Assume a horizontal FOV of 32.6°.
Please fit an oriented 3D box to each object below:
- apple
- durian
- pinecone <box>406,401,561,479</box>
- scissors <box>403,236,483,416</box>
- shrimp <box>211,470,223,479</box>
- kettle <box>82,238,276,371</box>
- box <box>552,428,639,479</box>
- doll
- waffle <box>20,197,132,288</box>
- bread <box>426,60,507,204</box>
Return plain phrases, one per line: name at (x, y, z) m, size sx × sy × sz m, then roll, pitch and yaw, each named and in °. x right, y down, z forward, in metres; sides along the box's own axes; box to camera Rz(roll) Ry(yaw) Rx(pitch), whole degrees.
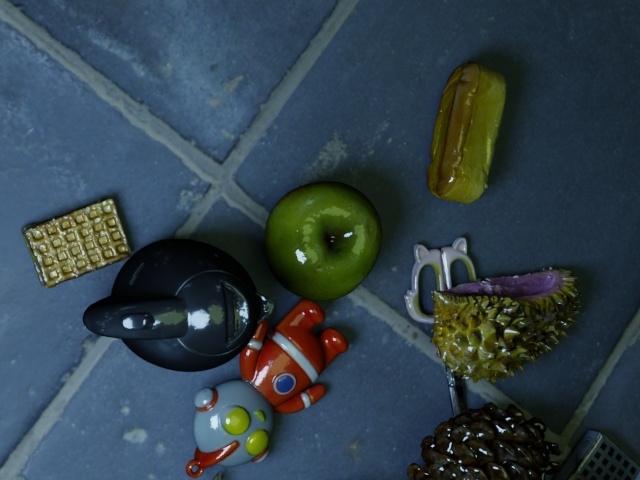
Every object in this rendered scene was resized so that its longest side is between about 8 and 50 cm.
apple at (0.000, 0.000, 1.758) m, size 0.197 × 0.157 × 0.196 m, roll 2°, pitch 83°, yaw -16°
durian at (0.341, 0.153, 1.897) m, size 0.341 × 0.112 × 0.191 m, roll -6°, pitch 94°, yaw -33°
pinecone at (0.278, 0.390, 1.842) m, size 0.272 × 0.224 × 0.224 m, roll -42°, pitch 106°, yaw -44°
scissors at (0.228, 0.156, 1.917) m, size 0.160 × 0.024 × 0.317 m, roll -9°, pitch 94°, yaw -20°
shrimp at (-0.254, 0.451, 1.733) m, size 0.143 × 0.052 × 0.251 m, roll 44°, pitch 78°, yaw -12°
kettle at (-0.217, 0.106, 1.617) m, size 0.269 × 0.290 × 0.207 m, roll -6°, pitch 94°, yaw -19°
box at (0.469, 0.527, 1.999) m, size 0.180 × 0.047 × 0.325 m, roll 42°, pitch 78°, yaw -16°
doll at (-0.097, 0.248, 1.756) m, size 0.336 × 0.105 × 0.199 m, roll -46°, pitch 122°, yaw -15°
waffle at (-0.376, 0.003, 1.687) m, size 0.148 × 0.042 × 0.102 m, roll -22°, pitch 96°, yaw -18°
bread at (0.246, -0.187, 1.882) m, size 0.094 × 0.102 × 0.245 m, roll 14°, pitch 88°, yaw -26°
